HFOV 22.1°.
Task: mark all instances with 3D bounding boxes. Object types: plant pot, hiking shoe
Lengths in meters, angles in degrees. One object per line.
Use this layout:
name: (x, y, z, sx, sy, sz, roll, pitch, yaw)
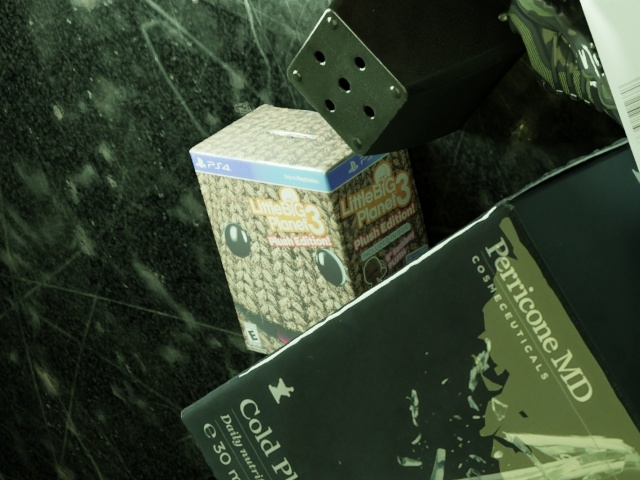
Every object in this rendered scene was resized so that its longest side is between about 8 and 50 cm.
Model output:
plant pot: (0.078, -0.199, 1.758, 0.188, 0.167, 0.187, 48, 143, 7)
hiking shoe: (0.274, -0.176, 1.651, 0.227, 0.086, 0.114, 53, 157, 12)

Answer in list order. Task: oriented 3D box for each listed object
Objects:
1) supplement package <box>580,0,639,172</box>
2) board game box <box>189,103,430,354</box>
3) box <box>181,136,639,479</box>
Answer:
supplement package: (0.378, -0.148, 1.440, 0.204, 0.145, 0.262, -24, 82, 52)
board game box: (0.000, 0.000, 2.012, 0.232, 0.141, 0.291, 10, 125, 43)
box: (0.201, 0.236, 1.614, 0.472, 0.297, 0.480, -35, 83, 36)
